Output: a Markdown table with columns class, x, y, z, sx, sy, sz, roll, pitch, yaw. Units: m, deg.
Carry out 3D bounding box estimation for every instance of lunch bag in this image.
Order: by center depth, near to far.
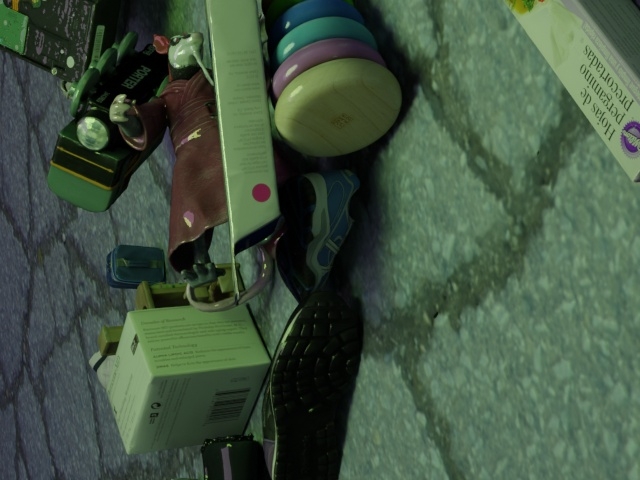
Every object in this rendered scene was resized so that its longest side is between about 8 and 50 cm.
| class | x | y | z | sx | sy | sz | roll | pitch | yaw |
| --- | --- | --- | --- | --- | --- | --- | --- | --- | --- |
| lunch bag | -0.314 | 0.043 | 2.003 | 0.065 | 0.098 | 0.067 | -31 | 60 | 57 |

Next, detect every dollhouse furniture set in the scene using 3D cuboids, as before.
| class | x | y | z | sx | sy | sz | roll | pitch | yaw |
| --- | --- | --- | --- | --- | --- | --- | --- | --- | --- |
| dollhouse furniture set | -0.228 | 0.078 | 1.746 | 0.161 | 0.181 | 0.101 | -60 | 42 | 48 |

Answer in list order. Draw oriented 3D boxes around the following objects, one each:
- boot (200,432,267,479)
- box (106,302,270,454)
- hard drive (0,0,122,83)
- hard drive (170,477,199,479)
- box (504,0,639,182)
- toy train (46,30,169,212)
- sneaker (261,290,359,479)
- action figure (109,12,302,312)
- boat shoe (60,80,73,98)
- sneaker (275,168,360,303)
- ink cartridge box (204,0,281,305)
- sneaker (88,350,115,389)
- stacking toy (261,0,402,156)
| class | x | y | z | sx | sy | sz | roll | pitch | yaw |
| --- | --- | --- | --- | --- | --- | --- | --- | --- | --- |
| boot | -0.129 | 0.387 | 1.689 | 0.246 | 0.094 | 0.207 | 128 | 140 | -65 |
| box | -0.189 | 0.193 | 1.683 | 0.119 | 0.181 | 0.181 | 62 | 144 | 38 |
| hard drive | -0.447 | -0.404 | 1.888 | 0.339 | 0.064 | 0.237 | 25 | 112 | 32 |
| hard drive | -0.206 | 0.451 | 1.741 | 0.307 | 0.040 | 0.203 | 112 | 162 | -78 |
| box | 0.214 | -0.181 | 0.982 | 0.324 | 0.067 | 0.063 | 64 | 146 | 36 |
| toy train | -0.294 | -0.181 | 1.772 | 0.334 | 0.142 | 0.190 | -68 | 3 | -61 |
| sneaker | -0.033 | 0.176 | 1.470 | 0.124 | 0.107 | 0.283 | -128 | 43 | -57 |
| action figure | -0.133 | -0.135 | 1.595 | 0.276 | 0.248 | 0.370 | 75 | 175 | -59 |
| boat shoe | -0.440 | -0.295 | 2.222 | 0.096 | 0.088 | 0.268 | 23 | 113 | 60 |
| sneaker | 0.000 | 0.000 | 1.410 | 0.080 | 0.081 | 0.211 | 52 | 149 | 29 |
| ink cartridge box | -0.088 | -0.115 | 1.352 | 0.176 | 0.069 | 0.371 | 130 | 136 | -83 |
| sneaker | -0.335 | 0.210 | 2.099 | 0.095 | 0.090 | 0.235 | 64 | 151 | 15 |
| stacking toy | -0.017 | -0.260 | 1.363 | 0.141 | 0.141 | 0.330 | 120 | 142 | -47 |
